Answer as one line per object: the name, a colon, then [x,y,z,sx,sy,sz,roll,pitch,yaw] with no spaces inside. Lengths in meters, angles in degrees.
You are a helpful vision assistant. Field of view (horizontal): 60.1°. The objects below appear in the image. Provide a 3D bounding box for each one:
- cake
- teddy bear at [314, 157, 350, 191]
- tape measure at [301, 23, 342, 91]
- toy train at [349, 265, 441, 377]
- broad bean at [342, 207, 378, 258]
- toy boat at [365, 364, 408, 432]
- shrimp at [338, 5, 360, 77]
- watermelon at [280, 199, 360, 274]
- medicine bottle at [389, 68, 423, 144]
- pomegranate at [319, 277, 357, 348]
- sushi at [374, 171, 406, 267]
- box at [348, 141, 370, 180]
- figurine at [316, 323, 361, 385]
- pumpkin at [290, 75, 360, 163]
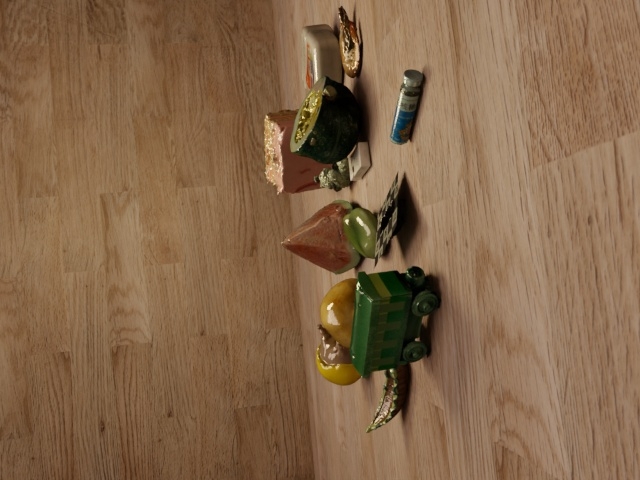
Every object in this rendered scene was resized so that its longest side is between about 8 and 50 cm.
cake: [-0.085,-0.382,2.326,0.307,0.293,0.315,-131,33,-64]
teddy bear: [0.061,-0.241,2.089,0.133,0.111,0.213,-55,13,-16]
tape measure: [0.006,-0.678,2.128,0.265,0.130,0.258,-114,18,-46]
toy train: [0.177,0.200,1.380,0.120,0.202,0.301,-116,23,-52]
broad bean: [0.141,-0.022,1.749,0.228,0.100,0.169,-172,63,-82]
toy boat: [0.204,0.459,1.650,0.108,0.099,0.293,-114,29,-60]
shrimp: [0.096,-0.659,1.832,0.133,0.053,0.236,-145,48,-79]
watermelon: [0.037,0.022,1.998,0.251,0.292,0.283,56,171,-8]
medicine bottle: [0.210,-0.325,1.365,0.191,0.051,0.051,95,166,-47]
pomegranate: [0.114,0.223,1.712,0.233,0.233,0.233,175,90,-80]
sushi: [0.204,-0.049,1.523,0.215,0.050,0.192,108,172,-55]
box: [0.130,-0.264,1.861,0.154,0.040,0.084,130,133,-74]
figurine: [0.084,0.367,2.072,0.215,0.187,0.344,-155,67,-64]
pumpkin: [0.039,-0.393,1.873,0.263,0.196,0.293,-46,30,52]
